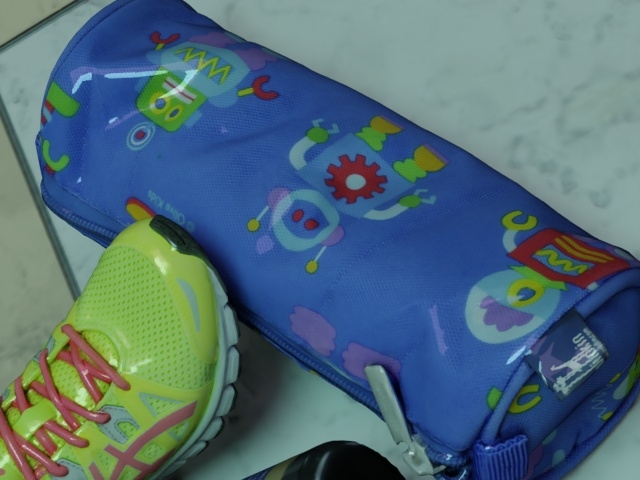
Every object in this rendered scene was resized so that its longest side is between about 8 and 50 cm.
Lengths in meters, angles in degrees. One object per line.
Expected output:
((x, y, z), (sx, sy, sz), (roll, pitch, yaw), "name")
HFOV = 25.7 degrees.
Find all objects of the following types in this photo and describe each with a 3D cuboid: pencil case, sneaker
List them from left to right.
((-0.106, 0.082, 0.593), (0.081, 0.094, 0.208), (41, 120, 27), "sneaker")
((0.000, 0.000, 0.624), (0.306, 0.119, 0.133), (32, 54, 29), "pencil case")

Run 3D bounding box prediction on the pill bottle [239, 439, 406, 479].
((-0.057, 0.174, 0.562), (0.219, 0.123, 0.122), (-28, 61, 21), "pill bottle")
